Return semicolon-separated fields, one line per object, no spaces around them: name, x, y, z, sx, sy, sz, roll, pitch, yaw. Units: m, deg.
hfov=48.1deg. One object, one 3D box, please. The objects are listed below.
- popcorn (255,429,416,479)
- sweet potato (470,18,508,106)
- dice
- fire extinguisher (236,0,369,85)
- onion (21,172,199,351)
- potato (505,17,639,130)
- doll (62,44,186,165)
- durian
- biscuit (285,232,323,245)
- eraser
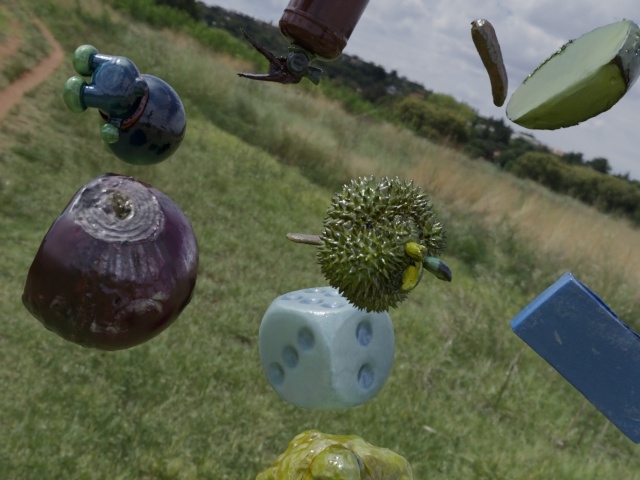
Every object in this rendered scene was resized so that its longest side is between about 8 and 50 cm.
popcorn;0.055;0.538;1.579;0.334;0.292;0.294;10;37;-42
sweet potato;0.520;-0.540;2.166;0.075;0.274;0.075;-19;5;2
dice;0.017;0.271;1.859;0.267;0.263;0.264;8;14;44
fire extinguisher;-0.001;-0.363;1.032;0.147;0.337;0.106;29;3;-6
onion;-0.347;0.041;1.292;0.260;0.282;0.337;25;33;0
potato;0.241;-0.143;0.661;0.054;0.119;0.198;43;-11;-8
doll;-0.401;-0.273;1.537;0.186;0.199;0.322;6;-13;14
durian;0.063;0.006;0.870;0.146;0.159;0.198;35;32;-12
biscuit;0.000;0.000;1.445;0.147;0.019;0.071;4;9;-22
eraser;0.489;0.207;1.234;0.312;0.144;0.043;43;23;-2
